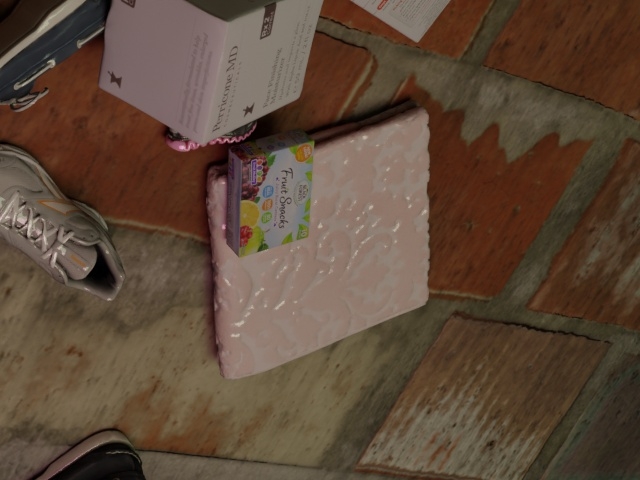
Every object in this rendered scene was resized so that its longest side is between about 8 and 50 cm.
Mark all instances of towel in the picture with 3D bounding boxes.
[{"bbox_3d":[0.000,0.000,2.271,0.317,0.053,0.332,-21,131,-23],"label":"towel"}]

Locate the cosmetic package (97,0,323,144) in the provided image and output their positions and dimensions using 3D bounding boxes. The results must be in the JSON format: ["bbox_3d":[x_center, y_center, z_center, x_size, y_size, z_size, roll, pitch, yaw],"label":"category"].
[{"bbox_3d":[-0.115,-0.220,1.877,0.183,0.151,0.151,-32,144,-48],"label":"cosmetic package"}]

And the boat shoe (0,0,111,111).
[{"bbox_3d":[-0.321,-0.183,1.833,0.254,0.095,0.079,-44,129,-13],"label":"boat shoe"}]

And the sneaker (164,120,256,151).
[{"bbox_3d":[-0.126,-0.143,2.064,0.119,0.047,0.057,-16,121,-30],"label":"sneaker"}]

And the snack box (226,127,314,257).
[{"bbox_3d":[-0.061,-0.057,2.116,0.100,0.037,0.141,-18,131,-27],"label":"snack box"}]

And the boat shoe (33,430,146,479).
[{"bbox_3d":[-0.360,0.393,2.272,0.340,0.113,0.127,-36,139,-9],"label":"boat shoe"}]

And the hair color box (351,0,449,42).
[{"bbox_3d":[0.081,-0.310,2.077,0.093,0.053,0.167,-52,140,11],"label":"hair color box"}]

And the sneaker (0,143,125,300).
[{"bbox_3d":[-0.305,-0.016,1.963,0.099,0.121,0.262,-50,139,6],"label":"sneaker"}]
